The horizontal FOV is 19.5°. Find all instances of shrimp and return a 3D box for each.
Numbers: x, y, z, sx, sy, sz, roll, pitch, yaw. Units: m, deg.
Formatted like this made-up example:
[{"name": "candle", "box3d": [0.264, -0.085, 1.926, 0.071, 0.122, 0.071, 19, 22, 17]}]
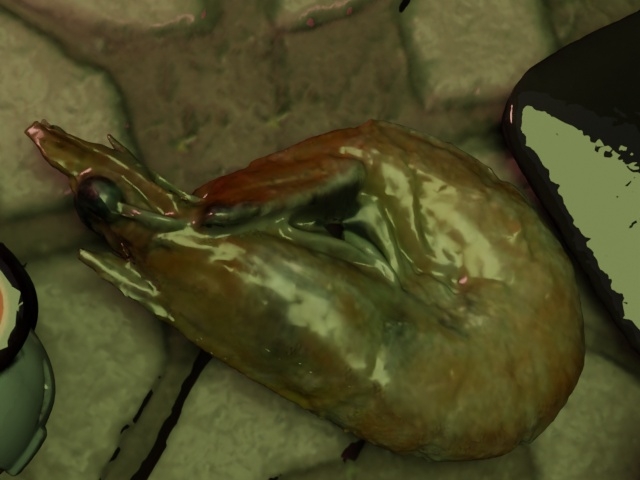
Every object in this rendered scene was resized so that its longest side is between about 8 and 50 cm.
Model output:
[{"name": "shrimp", "box3d": [0.000, 0.000, 0.957, 0.317, 0.077, 0.168, 30, 65, -12]}]

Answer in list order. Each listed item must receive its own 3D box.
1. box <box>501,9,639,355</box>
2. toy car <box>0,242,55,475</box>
[{"name": "box", "box3d": [0.221, -0.040, 1.029, 0.212, 0.042, 0.201, -30, 88, -18]}, {"name": "toy car", "box3d": [-0.258, 0.037, 0.833, 0.212, 0.180, 0.270, -45, 94, -7]}]
